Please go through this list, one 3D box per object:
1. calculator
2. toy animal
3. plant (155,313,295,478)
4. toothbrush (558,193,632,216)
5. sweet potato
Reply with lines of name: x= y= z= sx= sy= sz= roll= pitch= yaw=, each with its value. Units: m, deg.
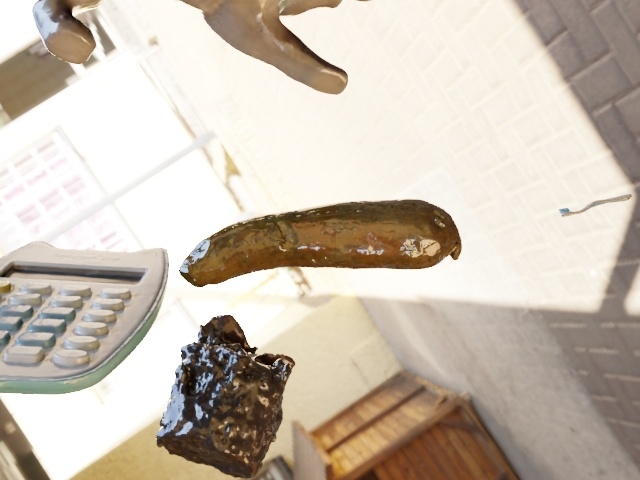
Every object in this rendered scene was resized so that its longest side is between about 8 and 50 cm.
calculator: x=-0.323 y=0.087 z=0.966 sx=0.386 sy=0.256 sz=0.054 roll=-79 pitch=-8 yaw=-72
toy animal: x=-0.116 y=-0.327 z=0.872 sx=0.194 sy=0.344 sz=0.302 roll=120 pitch=147 yaw=-42
plant: x=-0.135 y=0.234 z=1.232 sx=0.178 sy=0.234 sz=0.204 roll=15 pitch=149 yaw=17
toothbrush: x=0.458 y=-0.058 z=1.342 sx=0.017 sy=0.162 sz=0.014 roll=64 pitch=151 yaw=28
sweet potato: x=0.000 y=0.000 z=0.779 sx=0.075 sy=0.273 sz=0.075 roll=175 pitch=90 yaw=-85
